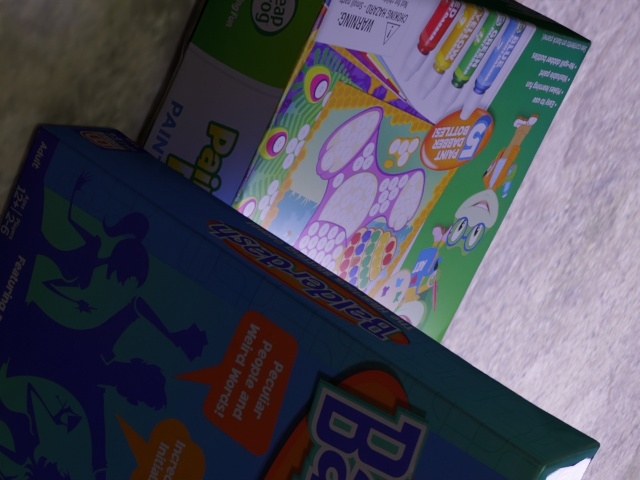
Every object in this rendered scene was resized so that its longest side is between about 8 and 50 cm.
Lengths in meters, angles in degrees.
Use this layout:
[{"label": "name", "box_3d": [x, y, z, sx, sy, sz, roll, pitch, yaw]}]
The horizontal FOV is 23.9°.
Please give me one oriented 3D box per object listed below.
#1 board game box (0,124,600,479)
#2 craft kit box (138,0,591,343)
[{"label": "board game box", "box_3d": [-0.037, 0.079, 0.498, 0.047, 0.210, 0.160, -3, 121, -59]}, {"label": "craft kit box", "box_3d": [0.000, 0.000, 0.655, 0.250, 0.061, 0.247, -1, 123, -59]}]
